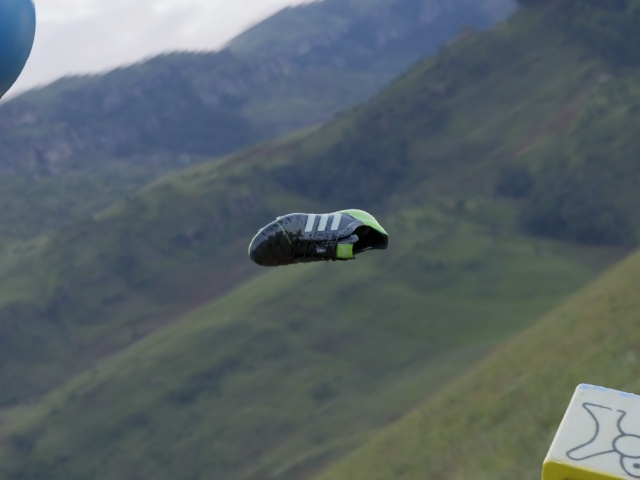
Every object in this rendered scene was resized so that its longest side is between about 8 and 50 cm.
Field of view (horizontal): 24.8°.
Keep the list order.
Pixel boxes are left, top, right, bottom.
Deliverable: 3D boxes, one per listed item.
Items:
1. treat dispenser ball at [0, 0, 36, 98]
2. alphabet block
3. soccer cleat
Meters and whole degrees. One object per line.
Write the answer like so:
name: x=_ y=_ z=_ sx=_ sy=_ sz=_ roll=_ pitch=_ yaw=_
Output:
treat dispenser ball: x=-0.505 y=-0.284 z=1.838 sx=0.288 sy=0.288 sz=0.288 roll=-30 pitch=-1 yaw=-1
alphabet block: x=0.420 y=0.346 z=2.057 sx=0.192 sy=0.193 sz=0.197 roll=11 pitch=32 yaw=20
soccer cleat: x=0.000 y=0.000 z=1.736 sx=0.179 sy=0.060 sz=0.072 roll=-13 pitch=31 yaw=-32
